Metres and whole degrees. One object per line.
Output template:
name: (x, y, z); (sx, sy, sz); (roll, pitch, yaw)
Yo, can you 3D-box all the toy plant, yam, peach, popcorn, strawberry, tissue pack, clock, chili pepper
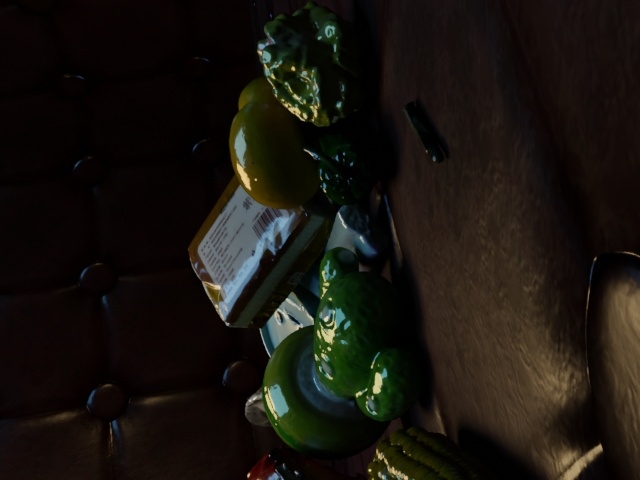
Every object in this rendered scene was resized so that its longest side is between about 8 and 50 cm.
toy plant: (0.037, 0.145, 1.129); (0.316, 0.184, 0.224); (117, 139, -55)
yam: (0.089, -0.095, 0.776); (0.107, 0.014, 0.014); (-106, 8, -55)
peach: (-0.052, -0.131, 1.149); (0.179, 0.103, 0.179); (-3, -90, -71)
popcorn: (-0.005, -0.205, 1.041); (0.145, 0.126, 0.126); (45, 171, 31)
strawberry: (0.003, 0.389, 1.189); (0.150, 0.253, 0.280); (-58, 2, -4)
tissue pack: (-0.091, -0.008, 1.299); (0.226, 0.091, 0.183); (-55, 45, 26)
clock: (-0.016, 0.133, 1.392); (0.223, 0.094, 0.274); (33, 130, 46)
chili pepper: (0.030, -0.098, 1.063); (0.257, 0.074, 0.100); (-98, -17, -75)

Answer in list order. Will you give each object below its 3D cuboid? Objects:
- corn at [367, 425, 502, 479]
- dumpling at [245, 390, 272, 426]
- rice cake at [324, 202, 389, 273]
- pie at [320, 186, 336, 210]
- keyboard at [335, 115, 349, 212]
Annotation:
corn: (0.103, 0.218, 0.760); (0.313, 0.101, 0.102); (135, 126, -80)
dumpling: (-0.031, 0.329, 1.723); (0.175, 0.226, 0.243); (-102, -2, -51)
rice cake: (0.047, 0.012, 1.172); (0.080, 0.042, 0.222); (46, 166, 9)
pie: (0.001, 0.000, 1.539); (0.339, 0.077, 0.339); (170, 90, -82)
keyboard: (0.029, -0.135, 1.231); (0.087, 0.017, 0.251); (-72, -17, -49)
